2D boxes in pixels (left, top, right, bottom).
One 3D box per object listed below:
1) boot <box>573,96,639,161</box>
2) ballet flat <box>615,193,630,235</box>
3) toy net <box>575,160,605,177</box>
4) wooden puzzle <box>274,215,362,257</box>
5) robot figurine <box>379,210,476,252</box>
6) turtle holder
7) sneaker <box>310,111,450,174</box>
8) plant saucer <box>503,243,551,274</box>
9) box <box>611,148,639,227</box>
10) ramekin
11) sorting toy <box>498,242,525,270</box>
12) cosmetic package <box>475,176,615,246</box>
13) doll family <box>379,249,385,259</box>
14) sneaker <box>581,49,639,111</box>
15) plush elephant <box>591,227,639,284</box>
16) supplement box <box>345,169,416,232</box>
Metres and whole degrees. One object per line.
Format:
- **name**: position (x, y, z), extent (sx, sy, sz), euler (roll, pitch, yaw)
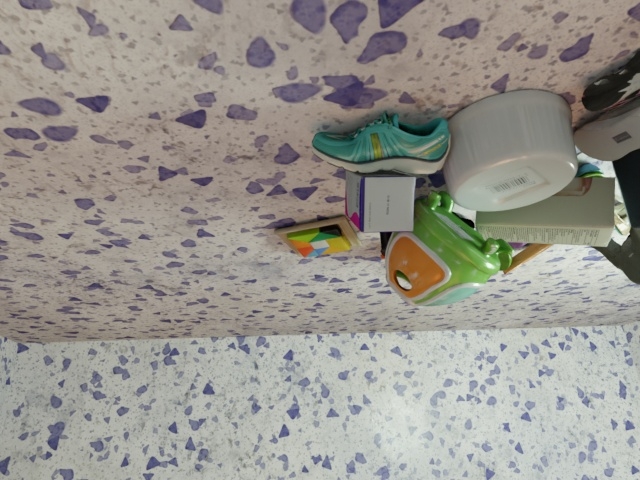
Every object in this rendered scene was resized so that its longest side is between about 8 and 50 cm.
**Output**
- **boot**: position (0.607, -0.234, 0.904), extent (0.123, 0.095, 0.258), euler (-43, -176, 0)
- **ballet flat**: position (0.828, -0.079, 1.310), extent (0.206, 0.073, 0.067), euler (29, 135, -29)
- **toy net**: position (0.598, -0.135, 1.210), extent (0.122, 0.045, 0.232), euler (5, 157, -21)
- **wooden puzzle**: position (0.000, 0.000, 1.450), extent (0.220, 0.044, 0.239), euler (-11, 157, 16)
- **robot figurine**: position (0.301, -0.006, 1.306), extent (0.278, 0.174, 0.209), euler (7, -165, -25)
- **turtle holder**: position (0.274, 0.027, 1.093), extent (0.227, 0.243, 0.320), euler (-53, 180, 19)
- **sneaker**: position (0.118, -0.203, 0.930), extent (0.275, 0.107, 0.110), euler (0, 130, 0)
- **plant saucer**: position (0.710, 0.049, 1.612), extent (0.199, 0.037, 0.200), euler (-29, 163, -10)
- **box**: position (0.806, -0.193, 0.866), extent (0.293, 0.212, 0.395), euler (-1, 158, -1)
- **ramekin**: position (0.383, -0.168, 0.972), extent (0.276, 0.135, 0.277), euler (-3, 158, -1)
- **sorting toy**: position (0.616, 0.030, 1.596), extent (0.126, 0.127, 0.366), euler (-28, 163, -22)
- **cosmetic package**: position (0.545, -0.071, 1.154), extent (0.296, 0.129, 0.153), euler (4, 163, 25)
- **doll family**: position (0.316, 0.064, 1.561), extent (0.262, 0.119, 0.163), euler (-18, 154, 31)
- **sneaker**: position (0.557, -0.287, 0.822), extent (0.178, 0.072, 0.077), euler (-22, 172, 40)
- **plush elephant**: position (1.049, 0.018, 1.410), extent (0.255, 0.330, 0.272), euler (-21, 152, -7)
- **supplement box**: position (0.121, -0.092, 1.015), extent (0.113, 0.111, 0.220), euler (-1, -167, -6)
